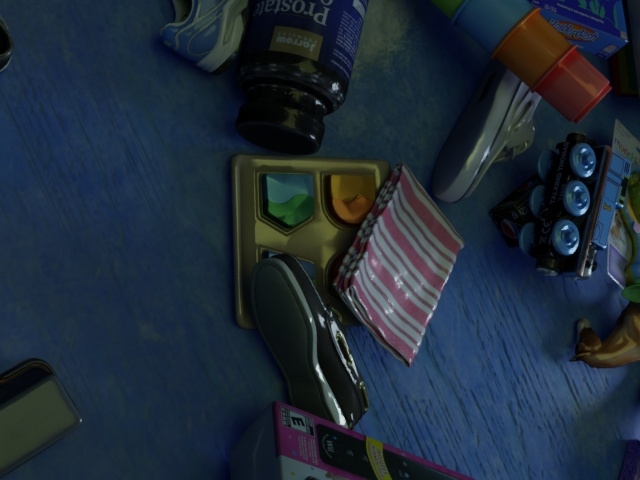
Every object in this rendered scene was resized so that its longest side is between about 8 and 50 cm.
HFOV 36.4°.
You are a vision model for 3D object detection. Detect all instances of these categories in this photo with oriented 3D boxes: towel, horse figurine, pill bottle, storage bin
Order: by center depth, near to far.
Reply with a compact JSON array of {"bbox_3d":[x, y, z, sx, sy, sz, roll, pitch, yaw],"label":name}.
[{"bbox_3d":[-0.286,0.165,0.887,0.135,0.091,0.098,-32,98,-28],"label":"storage bin"},{"bbox_3d":[-0.021,-0.210,1.053,0.123,0.123,0.219,19,76,-24],"label":"pill bottle"},{"bbox_3d":[0.097,0.025,1.103,0.144,0.029,0.197,49,53,-29],"label":"towel"},{"bbox_3d":[0.460,0.110,1.285,0.263,0.066,0.174,20,66,-18],"label":"horse figurine"}]

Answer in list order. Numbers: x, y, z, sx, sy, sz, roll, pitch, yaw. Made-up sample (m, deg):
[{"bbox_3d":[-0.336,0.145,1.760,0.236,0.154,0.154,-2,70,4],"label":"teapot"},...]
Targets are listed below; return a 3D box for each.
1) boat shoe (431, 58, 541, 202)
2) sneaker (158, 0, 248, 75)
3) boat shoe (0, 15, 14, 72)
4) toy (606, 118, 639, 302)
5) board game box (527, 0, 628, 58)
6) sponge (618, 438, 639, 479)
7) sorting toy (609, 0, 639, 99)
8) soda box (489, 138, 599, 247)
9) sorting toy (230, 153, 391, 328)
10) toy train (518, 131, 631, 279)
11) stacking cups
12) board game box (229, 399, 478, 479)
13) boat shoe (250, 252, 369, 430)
[{"bbox_3d":[0.223,-0.141,1.185,0.084,0.095,0.258,36,70,-14],"label":"boat shoe"},{"bbox_3d":[-0.113,-0.288,1.041,0.081,0.080,0.211,18,74,-27],"label":"sneaker"},{"bbox_3d":[-0.370,-0.251,0.910,0.219,0.070,0.077,46,66,-14],"label":"boat shoe"},{"bbox_3d":[0.422,-0.031,1.240,0.137,0.056,0.237,37,56,-35],"label":"toy"},{"bbox_3d":[0.310,-0.352,1.255,0.160,0.047,0.210,12,61,-25],"label":"board game box"},{"bbox_3d":[0.423,0.376,1.255,0.117,0.031,0.210,29,70,-22],"label":"sponge"},{"bbox_3d":[0.508,-0.307,1.356,0.256,0.089,0.257,-3,84,-28],"label":"sorting toy"},{"bbox_3d":[0.295,-0.060,1.234,0.169,0.053,0.060,-36,101,-26],"label":"soda box"},{"bbox_3d":[0.000,0.000,1.084,0.208,0.038,0.192,1,83,-27],"label":"sorting toy"},{"bbox_3d":[0.306,-0.036,1.164,0.105,0.080,0.184,24,73,-30],"label":"toy train"},{"bbox_3d":[0.203,-0.262,1.144,0.316,0.096,0.096,46,65,3],"label":"stacking cups"},{"bbox_3d":[0.063,0.312,0.968,0.303,0.097,0.224,27,30,-25],"label":"board game box"},{"bbox_3d":[-0.008,0.108,1.030,0.069,0.081,0.227,-36,119,-39],"label":"boat shoe"}]
